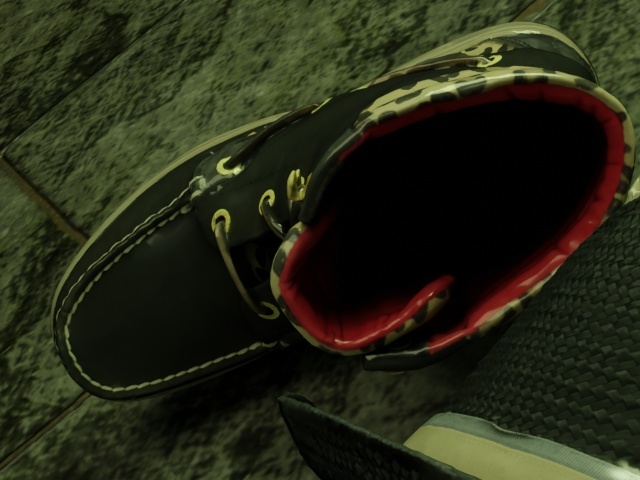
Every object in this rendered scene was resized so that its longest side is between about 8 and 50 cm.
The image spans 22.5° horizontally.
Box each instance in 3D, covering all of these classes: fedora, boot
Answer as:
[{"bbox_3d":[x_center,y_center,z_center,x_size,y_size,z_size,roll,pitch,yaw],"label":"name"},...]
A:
[{"bbox_3d":[0.152,0.075,0.517,0.334,0.334,0.152,16,75,54],"label":"fedora"},{"bbox_3d":[0.000,0.000,0.890,0.377,0.138,0.284,-25,8,5],"label":"boot"}]

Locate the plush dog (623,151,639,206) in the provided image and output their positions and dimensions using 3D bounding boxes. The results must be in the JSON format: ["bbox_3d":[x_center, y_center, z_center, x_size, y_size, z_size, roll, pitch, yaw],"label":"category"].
[{"bbox_3d":[0.260,-0.012,0.701,0.225,0.210,0.262,31,70,30],"label":"plush dog"}]
